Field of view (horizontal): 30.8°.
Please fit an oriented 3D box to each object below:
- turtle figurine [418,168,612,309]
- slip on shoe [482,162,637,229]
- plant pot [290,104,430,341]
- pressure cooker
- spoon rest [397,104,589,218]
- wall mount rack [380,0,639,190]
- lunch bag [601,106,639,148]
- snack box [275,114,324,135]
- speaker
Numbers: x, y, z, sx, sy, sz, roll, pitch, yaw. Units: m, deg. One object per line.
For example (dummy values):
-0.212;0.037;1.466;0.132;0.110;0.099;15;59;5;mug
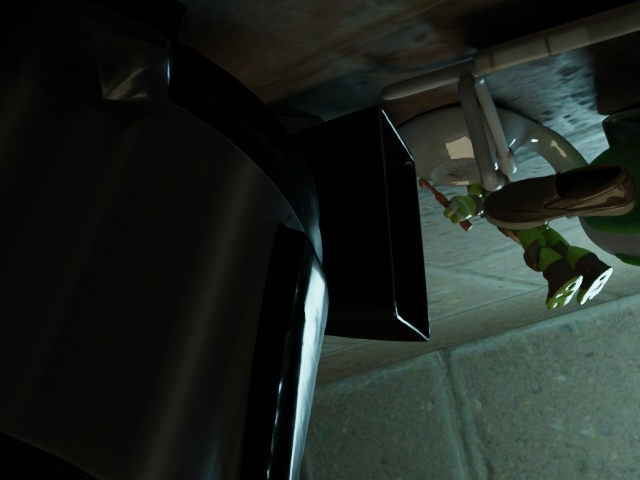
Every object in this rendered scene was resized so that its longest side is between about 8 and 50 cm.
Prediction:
0.247;-0.019;1.385;0.087;0.217;0.269;-51;152;18;turtle figurine
0.206;-0.042;1.019;0.135;0.051;0.041;-2;144;25;slip on shoe
0.000;0.000;1.080;0.167;0.187;0.188;-7;167;12;plant pot
-0.190;0.046;0.768;0.370;0.420;0.375;-14;134;31;pressure cooker
0.194;-0.094;1.260;0.276;0.084;0.137;15;151;-36;spoon rest
0.241;-0.130;1.018;0.350;0.130;0.304;-15;-174;14;wall mount rack
0.467;-0.020;1.321;0.169;0.287;0.235;-22;163;36;lunch bag
-0.073;-0.077;1.125;0.100;0.037;0.141;-2;162;-43;snack box
0.333;-0.037;1.095;0.131;0.131;0.296;-12;-177;-3;speaker
